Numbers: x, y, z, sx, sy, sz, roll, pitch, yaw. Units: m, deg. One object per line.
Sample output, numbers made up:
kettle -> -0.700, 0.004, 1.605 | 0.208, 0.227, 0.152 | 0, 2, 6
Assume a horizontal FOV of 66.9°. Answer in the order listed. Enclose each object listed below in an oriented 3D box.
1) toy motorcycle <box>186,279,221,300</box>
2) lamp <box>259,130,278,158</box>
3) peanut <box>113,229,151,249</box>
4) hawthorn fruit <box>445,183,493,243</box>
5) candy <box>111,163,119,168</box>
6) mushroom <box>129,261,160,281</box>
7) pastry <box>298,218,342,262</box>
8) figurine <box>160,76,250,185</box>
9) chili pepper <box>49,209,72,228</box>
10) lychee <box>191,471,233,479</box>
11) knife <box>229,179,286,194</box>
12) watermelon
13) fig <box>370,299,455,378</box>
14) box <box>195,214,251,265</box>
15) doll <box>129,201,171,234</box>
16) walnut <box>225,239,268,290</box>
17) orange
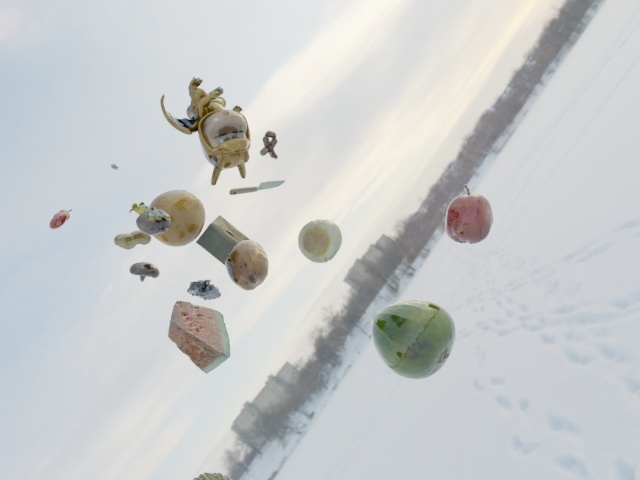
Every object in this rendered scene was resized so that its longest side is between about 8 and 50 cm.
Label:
toy motorcycle -> -0.520, 0.228, 2.191 | 0.225, 0.152, 0.073 | 143, 139, -63
lamp -> -0.157, -0.301, 1.518 | 0.063, 0.031, 0.083 | 8, -90, -41
peanut -> -0.928, -0.003, 2.405 | 0.193, 0.089, 0.089 | -15, -37, -42
hawthorn fruit -> 0.626, -0.112, 2.039 | 0.205, 0.205, 0.253 | 8, -95, -78
candy -> -0.877, -0.313, 2.069 | 0.020, 0.030, 0.083 | -56, 10, -6
mushroom -> -0.818, 0.144, 2.249 | 0.170, 0.135, 0.080 | -29, 48, 56
pastry -> 0.000, 0.000, 1.671 | 0.156, 0.156, 0.092 | -58, -21, 14
figurine -> -0.429, -0.458, 2.025 | 0.268, 0.387, 0.401 | -28, -15, 6
chili pepper -> -1.100, -0.091, 2.042 | 0.191, 0.050, 0.059 | -96, 24, -66
lychee -> -0.338, 0.847, 1.430 | 0.270, 0.270, 0.320 | -30, -69, -65
knife -> -0.223, -0.201, 1.800 | 0.298, 0.017, 0.047 | -16, -38, -52
watermelon -> -0.434, 0.304, 1.632 | 0.140, 0.193, 0.256 | -36, -45, 9
fig -> 0.328, 0.350, 1.795 | 0.316, 0.316, 0.316 | -52, -11, -15
box -> -0.517, 0.005, 2.610 | 0.155, 0.231, 0.149 | -48, 7, 25
doll -> -0.691, -0.092, 1.947 | 0.096, 0.188, 0.145 | -62, -3, 28
walnut -> -0.332, 0.122, 2.235 | 0.209, 0.209, 0.336 | -57, 24, 10
orange -> -0.676, -0.107, 2.275 | 0.274, 0.274, 0.274 | -52, -11, -15
